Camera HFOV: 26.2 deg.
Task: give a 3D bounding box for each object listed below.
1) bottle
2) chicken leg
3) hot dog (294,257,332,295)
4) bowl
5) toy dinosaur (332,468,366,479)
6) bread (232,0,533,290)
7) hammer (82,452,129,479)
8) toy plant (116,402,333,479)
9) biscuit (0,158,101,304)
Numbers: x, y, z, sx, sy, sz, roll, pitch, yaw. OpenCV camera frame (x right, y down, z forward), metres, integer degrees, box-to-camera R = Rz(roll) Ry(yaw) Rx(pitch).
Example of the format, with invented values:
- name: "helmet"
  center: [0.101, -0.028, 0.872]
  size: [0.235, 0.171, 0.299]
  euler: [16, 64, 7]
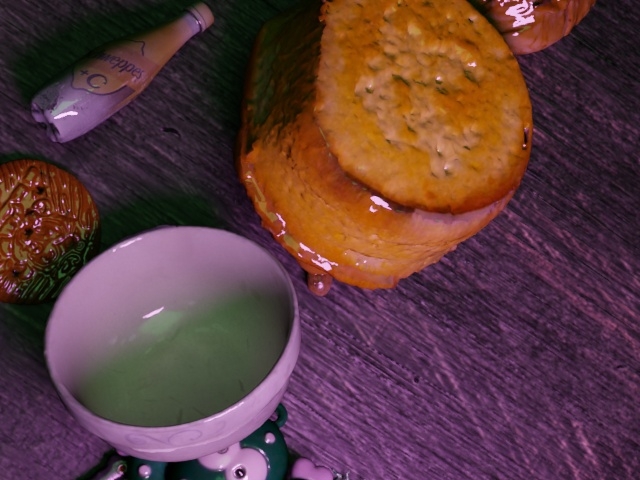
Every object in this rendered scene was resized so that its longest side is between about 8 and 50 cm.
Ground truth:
- name: "bottle"
  center: [-0.250, -0.226, 1.769]
  size: [0.270, 0.083, 0.083]
  euler: [-40, 94, -20]
- name: "chicken leg"
  center: [0.330, -0.427, 1.896]
  size: [0.409, 0.182, 0.295]
  euler: [-24, 74, -20]
- name: "hot dog"
  center: [0.002, -0.001, 1.818]
  size: [0.090, 0.060, 0.140]
  euler: [-13, 78, -13]
- name: "bowl"
  center: [-0.169, 0.144, 1.674]
  size: [0.307, 0.163, 0.307]
  euler: [-5, 46, 5]
- name: "toy dinosaur"
  center: [0.035, 0.338, 1.808]
  size: [0.062, 0.021, 0.083]
  euler: [-20, 85, -7]
- name: "bread"
  center: [0.083, -0.137, 1.746]
  size: [0.398, 0.215, 0.398]
  euler: [9, 69, -25]
- name: "hammer"
  center: [-0.355, 0.353, 1.708]
  size: [0.288, 0.033, 0.111]
  euler: [-34, 92, -14]
- name: "toy plant"
  center: [-0.121, 0.295, 1.722]
  size: [0.243, 0.112, 0.232]
  euler: [-27, 76, -19]
- name: "biscuit"
  center: [-0.372, -0.010, 1.745]
  size: [0.188, 0.027, 0.187]
  euler: [1, 84, -14]
